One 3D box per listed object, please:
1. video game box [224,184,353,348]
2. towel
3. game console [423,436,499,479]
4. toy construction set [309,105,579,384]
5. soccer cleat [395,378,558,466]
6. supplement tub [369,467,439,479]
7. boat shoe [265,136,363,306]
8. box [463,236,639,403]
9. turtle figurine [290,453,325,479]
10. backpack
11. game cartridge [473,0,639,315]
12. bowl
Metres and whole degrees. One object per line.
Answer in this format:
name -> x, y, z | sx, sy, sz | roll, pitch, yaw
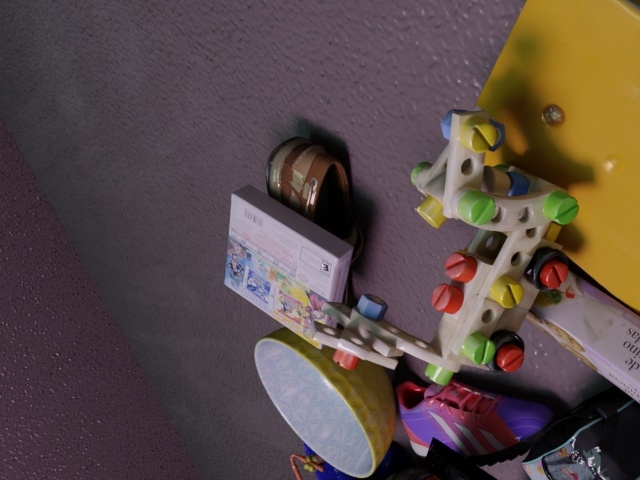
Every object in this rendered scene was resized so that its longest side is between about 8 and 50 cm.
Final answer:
video game box -> -0.054, 0.040, 1.151 | 0.205, 0.048, 0.187 | 32, 131, 24
towel -> 0.086, 0.496, 1.556 | 0.308, 0.076, 0.227 | -2, 116, 56
game console -> 0.276, 0.393, 1.075 | 0.213, 0.044, 0.361 | 29, 166, 36
toy construction set -> 0.138, 0.031, 0.796 | 0.327, 0.215, 0.151 | -57, 34, 23
soccer cleat -> 0.216, 0.259, 1.130 | 0.116, 0.109, 0.318 | 62, 152, 0
supplement tub -> 0.111, 0.525, 1.330 | 0.338, 0.207, 0.207 | -29, 93, 33
boat shoe -> 0.000, 0.000, 1.187 | 0.120, 0.123, 0.323 | 21, 135, 41
box -> 0.296, 0.091, 0.849 | 0.324, 0.063, 0.067 | 40, 173, 36
turtle figurine -> 0.025, 0.368, 1.499 | 0.217, 0.087, 0.269 | -6, 81, 50
backpack -> 0.336, 0.256, 0.892 | 0.144, 0.166, 0.188 | 58, 154, 10
game cartridge -> 0.302, -0.085, 0.749 | 0.324, 0.053, 0.285 | 44, 147, 18
bowl -> 0.037, 0.245, 1.311 | 0.289, 0.156, 0.289 | 36, 146, 29
